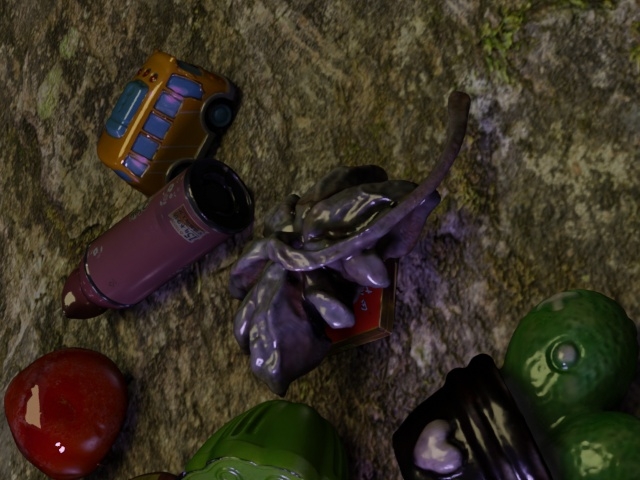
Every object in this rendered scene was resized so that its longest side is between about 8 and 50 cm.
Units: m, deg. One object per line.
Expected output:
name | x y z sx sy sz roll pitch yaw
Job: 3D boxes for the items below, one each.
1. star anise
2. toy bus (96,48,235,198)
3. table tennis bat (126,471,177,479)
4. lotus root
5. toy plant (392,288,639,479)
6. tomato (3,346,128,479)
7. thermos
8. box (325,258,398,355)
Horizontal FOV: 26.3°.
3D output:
star anise | 0.000 0.000 1.500 0.316 0.139 0.359 -12 45 44
toy bus | -0.226 -0.167 1.957 0.209 0.136 0.126 -61 34 1
table tennis bat | -0.233 0.362 1.608 0.414 0.051 0.268 -28 20 30
lotus root | -0.041 0.231 1.432 0.186 0.186 0.186 -32 44 37
toy plant | 0.185 0.162 1.172 0.235 0.175 0.218 -25 49 4
tomato | -0.347 0.233 1.830 0.187 0.151 0.187 -30 50 43
thermos | -0.238 0.002 1.878 0.330 0.109 0.136 -34 44 36
box | 0.032 0.078 1.544 0.133 0.023 0.090 -23 51 44
